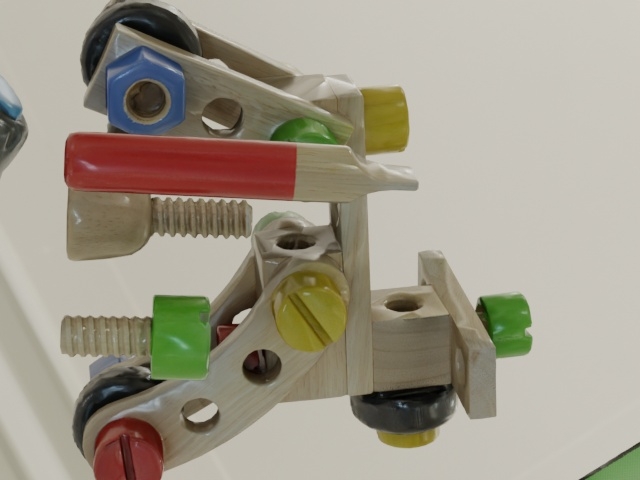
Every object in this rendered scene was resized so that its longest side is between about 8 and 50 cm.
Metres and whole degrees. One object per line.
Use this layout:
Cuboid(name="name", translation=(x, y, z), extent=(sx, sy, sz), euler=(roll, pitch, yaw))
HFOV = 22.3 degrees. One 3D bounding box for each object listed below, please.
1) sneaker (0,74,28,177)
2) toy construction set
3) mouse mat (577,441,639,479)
Cuboid(name="sneaker", translation=(-0.281, -0.020, 0.637), extent=(0.125, 0.341, 0.139), euler=(49, -58, 43))
Cuboid(name="toy construction set", translation=(0.000, 0.000, 0.784), extent=(0.309, 0.237, 0.257), euler=(149, -57, -83))
Cuboid(name="mouse mat", translation=(0.132, 0.105, 0.569), extent=(0.007, 0.153, 0.190), euler=(61, -5, -11))
